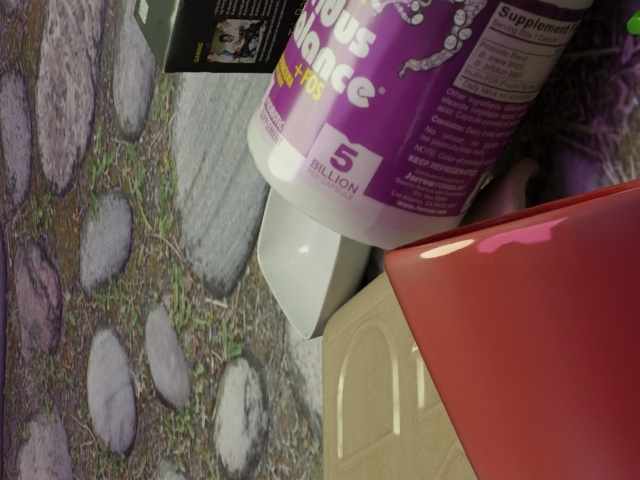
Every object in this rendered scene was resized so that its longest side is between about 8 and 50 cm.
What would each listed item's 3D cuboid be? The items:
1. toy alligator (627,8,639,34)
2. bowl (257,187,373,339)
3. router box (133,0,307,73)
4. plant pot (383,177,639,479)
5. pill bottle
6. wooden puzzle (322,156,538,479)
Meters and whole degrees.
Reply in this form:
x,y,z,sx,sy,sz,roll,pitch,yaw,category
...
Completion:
x,y,z,sx,sy,sz,roll,pitch,yaw,category
0.244,-0.114,0.802,0.051,0.056,0.189,50,161,-21,toy alligator
0.000,0.000,1.289,0.142,0.053,0.142,56,141,45,bowl
0.020,-0.261,1.015,0.081,0.243,0.309,61,143,41,router box
0.190,0.085,0.715,0.275,0.275,0.243,-15,90,63,plant pot
0.082,-0.155,0.958,0.301,0.169,0.169,-62,38,25,pill bottle
0.090,0.154,1.058,0.322,0.080,0.348,137,143,-56,wooden puzzle
